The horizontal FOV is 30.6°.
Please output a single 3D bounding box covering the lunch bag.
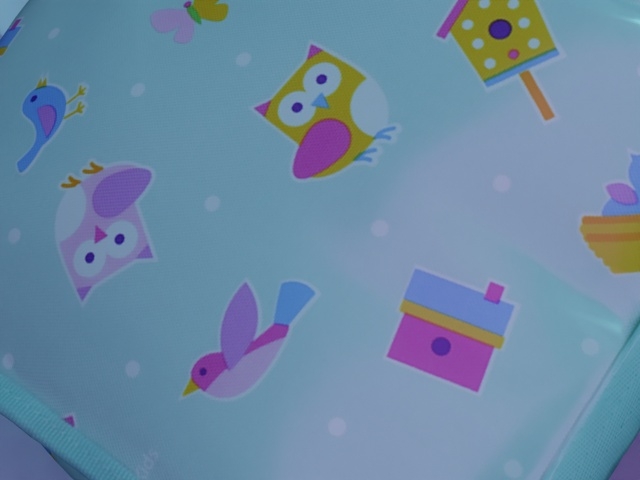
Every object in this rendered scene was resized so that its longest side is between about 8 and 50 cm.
[{"bbox_3d":[0.000,0.000,0.398,0.262,0.160,0.223,27,77,35],"label":"lunch bag"}]
